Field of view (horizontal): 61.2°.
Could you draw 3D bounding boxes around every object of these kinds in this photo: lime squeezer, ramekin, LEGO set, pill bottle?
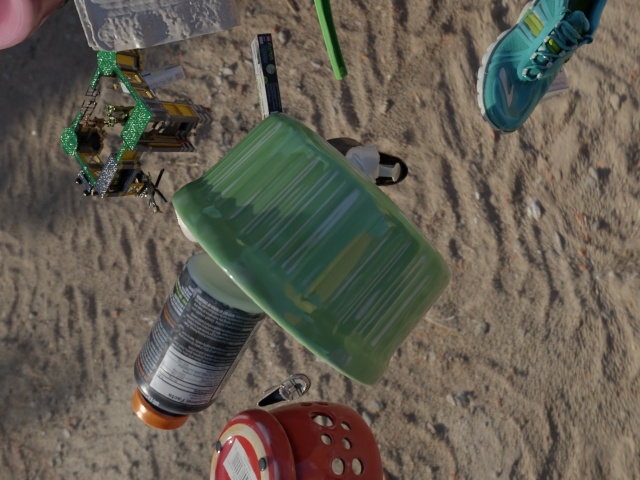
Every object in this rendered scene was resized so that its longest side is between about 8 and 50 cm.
[{"bbox_3d":[0.017,-0.307,0.527,0.110,0.310,0.059,23,55,2],"label":"lime squeezer"},{"bbox_3d":[0.000,0.000,0.607,0.148,0.303,0.303,-47,67,1],"label":"ramekin"},{"bbox_3d":[-0.385,-0.241,1.170,0.255,0.192,0.331,44,119,21],"label":"LEGO set"},{"bbox_3d":[-0.176,0.149,0.757,0.130,0.130,0.246,40,111,23],"label":"pill bottle"}]

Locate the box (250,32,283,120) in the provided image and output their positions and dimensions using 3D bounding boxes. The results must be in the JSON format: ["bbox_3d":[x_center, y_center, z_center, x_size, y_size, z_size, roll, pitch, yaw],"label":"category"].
[{"bbox_3d":[-0.129,-0.379,1.304,0.036,0.114,0.207,-10,100,-13],"label":"box"}]

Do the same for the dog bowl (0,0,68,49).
[{"bbox_3d":[-0.300,-0.260,0.283,0.408,0.408,0.150,9,75,27],"label":"dog bowl"}]

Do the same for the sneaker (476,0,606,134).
[{"bbox_3d":[0.315,-0.279,0.753,0.107,0.110,0.275,28,94,-17],"label":"sneaker"}]

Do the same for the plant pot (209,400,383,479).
[{"bbox_3d":[-0.042,0.314,0.722,0.191,0.174,0.191,-18,66,47],"label":"plant pot"}]

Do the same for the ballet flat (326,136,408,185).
[{"bbox_3d":[0.083,-0.143,1.019,0.096,0.280,0.095,13,104,33],"label":"ballet flat"}]

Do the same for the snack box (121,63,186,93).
[{"bbox_3d":[-0.425,-0.410,1.371,0.100,0.141,0.037,26,136,53],"label":"snack box"}]

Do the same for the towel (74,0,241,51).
[{"bbox_3d":[-0.301,-0.452,0.970,0.282,0.049,0.187,-13,116,-3],"label":"towel"}]

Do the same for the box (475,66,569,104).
[{"bbox_3d":[0.342,-0.273,0.924,0.101,0.102,0.087,-16,89,-14],"label":"box"}]

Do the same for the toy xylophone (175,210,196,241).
[{"bbox_3d":[-0.102,-0.053,1.013,0.236,0.322,0.081,-4,95,19],"label":"toy xylophone"}]

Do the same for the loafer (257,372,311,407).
[{"bbox_3d":[-0.069,0.288,1.018,0.125,0.039,0.045,-33,88,35],"label":"loafer"}]
